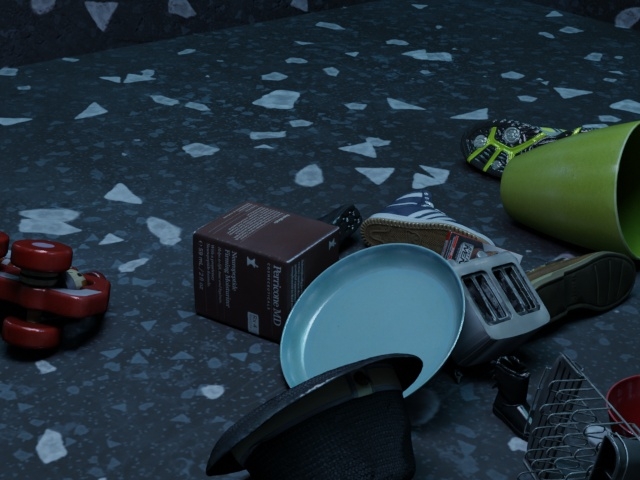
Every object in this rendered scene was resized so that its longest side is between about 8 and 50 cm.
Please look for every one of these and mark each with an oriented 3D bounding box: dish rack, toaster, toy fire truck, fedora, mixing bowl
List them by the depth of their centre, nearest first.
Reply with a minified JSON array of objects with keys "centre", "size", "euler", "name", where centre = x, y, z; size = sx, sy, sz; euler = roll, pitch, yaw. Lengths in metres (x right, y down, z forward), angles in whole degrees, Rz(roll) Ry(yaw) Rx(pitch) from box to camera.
[{"centre":[0.021,0.280,1.358],"size":[0.334,0.334,0.152],"euler":[-16,66,-31],"name":"fedora"},{"centre":[0.326,0.283,1.364],"size":[0.074,0.208,0.271],"euler":[6,24,-18],"name":"dish rack"},{"centre":[0.493,0.281,1.482],"size":[0.181,0.098,0.181],"euler":[1,26,0],"name":"mixing bowl"},{"centre":[0.267,0.116,1.722],"size":[0.168,0.110,0.186],"euler":[-12,65,-39],"name":"toaster"},{"centre":[-0.498,0.070,1.807],"size":[0.302,0.169,0.254],"euler":[11,9,17],"name":"toy fire truck"}]

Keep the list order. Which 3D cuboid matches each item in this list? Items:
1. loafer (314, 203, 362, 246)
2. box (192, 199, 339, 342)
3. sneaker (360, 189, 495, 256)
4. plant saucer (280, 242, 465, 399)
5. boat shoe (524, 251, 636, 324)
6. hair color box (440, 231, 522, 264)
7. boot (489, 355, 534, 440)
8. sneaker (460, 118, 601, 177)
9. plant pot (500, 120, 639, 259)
[{"centre":[0.000,0.000,2.065],"size":[0.078,0.076,0.223],"euler":[-24,12,44],"name":"loafer"},{"centre":[-0.095,0.052,1.831],"size":[0.203,0.168,0.167],"euler":[17,30,28],"name":"box"},{"centre":[0.238,-0.024,2.082],"size":[0.282,0.099,0.153],"euler":[13,30,27],"name":"sneaker"},{"centre":[0.085,0.144,1.647],"size":[0.317,0.044,0.317],"euler":[-18,45,19],"name":"plant saucer"},{"centre":[0.441,0.074,1.881],"size":[0.307,0.111,0.104],"euler":[-8,13,-36],"name":"boat shoe"},{"centre":[0.297,0.038,1.943],"size":[0.141,0.072,0.043],"euler":[18,1,-2],"name":"hair color box"},{"centre":[0.301,0.236,1.561],"size":[0.045,0.099,0.121],"euler":[-16,31,-29],"name":"boot"},{"centre":[0.519,-0.198,2.449],"size":[0.384,0.145,0.147],"euler":[10,-3,22],"name":"sneaker"},{"centre":[0.529,-0.103,2.124],"size":[0.293,0.275,0.275],"euler":[3,21,42],"name":"plant pot"}]
